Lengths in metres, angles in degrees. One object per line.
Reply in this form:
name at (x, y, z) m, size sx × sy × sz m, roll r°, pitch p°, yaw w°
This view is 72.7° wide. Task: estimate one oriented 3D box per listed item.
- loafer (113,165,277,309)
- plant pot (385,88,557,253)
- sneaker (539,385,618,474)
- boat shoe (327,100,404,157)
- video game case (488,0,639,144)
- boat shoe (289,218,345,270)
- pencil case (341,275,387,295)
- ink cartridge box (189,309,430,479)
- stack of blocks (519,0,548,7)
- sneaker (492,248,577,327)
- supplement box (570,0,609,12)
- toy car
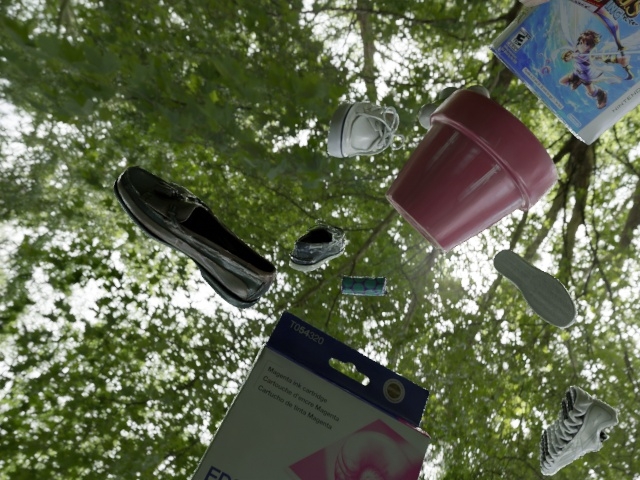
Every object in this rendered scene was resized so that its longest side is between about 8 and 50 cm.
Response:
loafer at (-0.171, -0.019, 0.624) m, size 0.267 × 0.084 × 0.096 m, roll 43°, pitch -145°, yaw -5°
plant pot at (0.204, -0.087, 0.648) m, size 0.180 × 0.201 × 0.201 m, roll -45°, pitch -131°, yaw 6°
sneaker at (0.647, 0.509, 1.110) m, size 0.118 × 0.292 × 0.110 m, roll 18°, pitch -148°, yaw 15°
boat shoe at (0.140, -0.284, 1.125) m, size 0.156 × 0.135 × 0.367 m, roll 14°, pitch -157°, yaw 17°
video game case at (0.487, -0.348, 0.767) m, size 0.244 × 0.269 × 0.061 m, roll -46°, pitch -165°, yaw 25°
boat shoe at (0.000, 0.000, 1.110) m, size 0.095 × 0.079 × 0.254 m, roll 19°, pitch -155°, yaw 25°
pencil case at (0.145, 0.149, 1.448) m, size 0.152 × 0.064 × 0.070 m, roll 0°, pitch -156°, yaw 20°
ink cartridge box at (0.009, 0.319, 0.712) m, size 0.324 × 0.071 × 0.330 m, roll 29°, pitch -119°, yaw -2°
stack of blocks at (0.305, -0.491, 0.588) m, size 0.171 × 0.297 × 0.087 m, roll -3°, pitch -163°, yaw 35°
sneaker at (0.640, 0.143, 1.238) m, size 0.108 × 0.169 × 0.292 m, roll -53°, pitch -145°, yaw 21°
supplement box at (0.262, -0.308, 0.427) m, size 0.130 × 0.073 × 0.239 m, roll 33°, pitch -155°, yaw 10°
toy car at (0.374, -0.339, 1.203) m, size 0.182 × 0.136 × 0.159 m, roll 16°, pitch -129°, yaw 46°
